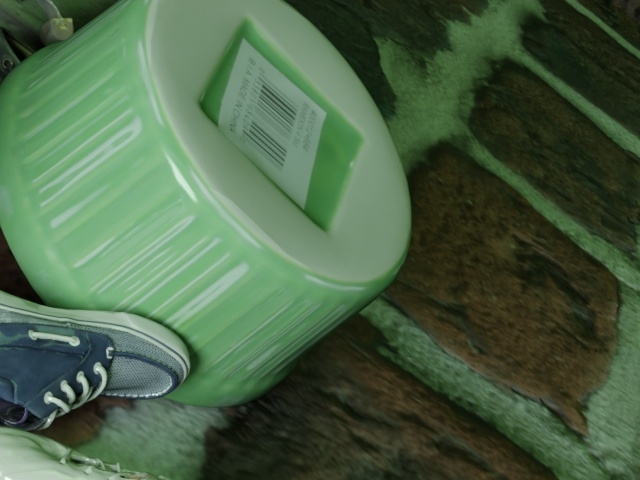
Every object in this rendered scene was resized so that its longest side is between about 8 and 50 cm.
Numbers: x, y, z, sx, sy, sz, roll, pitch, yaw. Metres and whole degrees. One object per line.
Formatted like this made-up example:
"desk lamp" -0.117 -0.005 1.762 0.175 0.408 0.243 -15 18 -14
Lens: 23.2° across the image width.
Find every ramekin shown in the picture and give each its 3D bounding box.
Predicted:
"ramekin" -0.073 -0.048 1.117 0.303 0.148 0.303 33 39 -31

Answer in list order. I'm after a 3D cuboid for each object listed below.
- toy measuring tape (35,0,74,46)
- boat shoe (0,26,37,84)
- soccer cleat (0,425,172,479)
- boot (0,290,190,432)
"toy measuring tape" -0.351 -0.275 1.316 0.330 0.121 0.121 52 22 -12
"boat shoe" -0.182 -0.080 1.211 0.223 0.073 0.080 36 24 -4
"soccer cleat" -0.109 0.156 0.900 0.196 0.076 0.068 35 25 -7
"boot" -0.165 0.088 0.969 0.190 0.069 0.086 14 40 -28
